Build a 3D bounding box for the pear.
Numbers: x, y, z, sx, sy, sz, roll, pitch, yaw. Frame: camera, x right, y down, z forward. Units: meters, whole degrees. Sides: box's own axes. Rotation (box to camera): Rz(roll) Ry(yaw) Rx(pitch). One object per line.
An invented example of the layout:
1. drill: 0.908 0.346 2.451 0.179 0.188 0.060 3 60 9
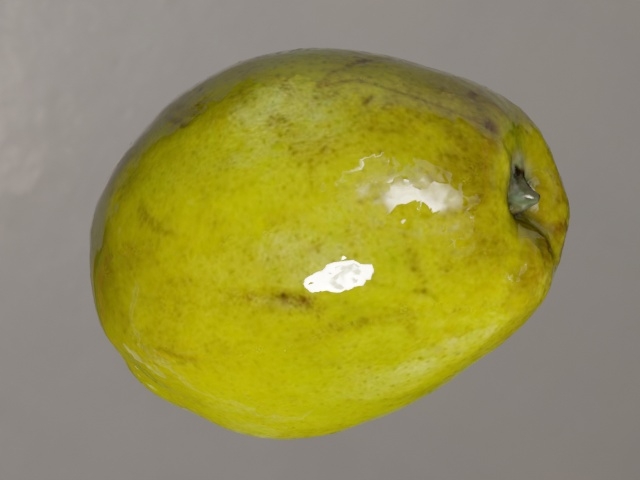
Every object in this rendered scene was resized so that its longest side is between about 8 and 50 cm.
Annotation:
1. pear: 0.000 0.000 1.238 0.307 0.253 0.253 -10 163 27
